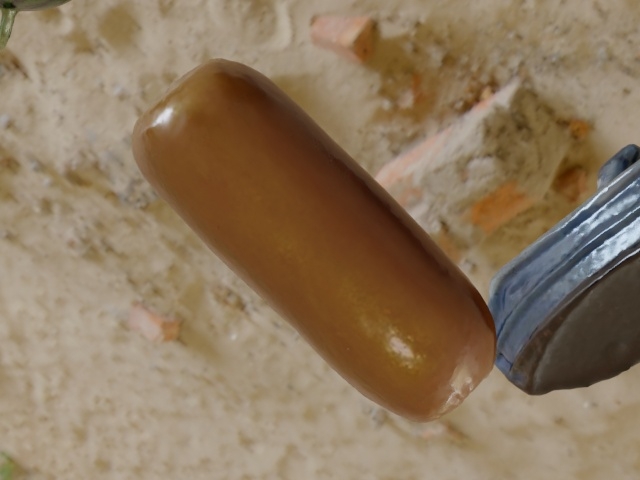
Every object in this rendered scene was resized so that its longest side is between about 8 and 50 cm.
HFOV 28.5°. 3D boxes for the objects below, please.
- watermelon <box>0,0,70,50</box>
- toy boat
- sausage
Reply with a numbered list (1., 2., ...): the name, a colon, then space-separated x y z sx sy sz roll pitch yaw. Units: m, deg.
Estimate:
1. watermelon: -0.146 -0.155 0.607 0.109 0.109 0.109 21 140 19
2. toy boat: 0.231 0.005 0.954 0.129 0.142 0.309 30 126 -27
3. sausage: 0.000 0.001 0.791 0.274 0.105 0.105 45 142 -1
